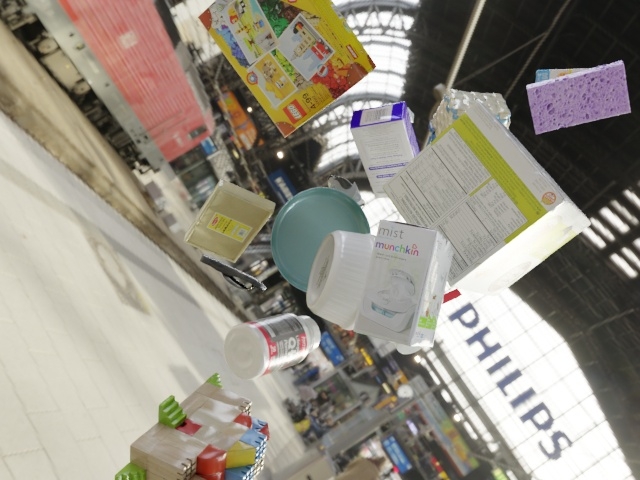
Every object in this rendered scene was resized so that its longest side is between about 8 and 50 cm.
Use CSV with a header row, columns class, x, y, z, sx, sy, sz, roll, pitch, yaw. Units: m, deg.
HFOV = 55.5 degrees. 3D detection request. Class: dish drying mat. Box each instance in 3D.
class,x,y,z,sx,sy,sz,roll,pitch,yaw
dish drying mat,0.320,0.149,1.556,0.032,0.083,0.008,46,26,-36

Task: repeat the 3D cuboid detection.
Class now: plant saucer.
class,x,y,z,sx,sy,sz,roll,pitch,yaw
plant saucer,0.000,0.000,1.823,0.318,0.317,0.043,60,-15,-13

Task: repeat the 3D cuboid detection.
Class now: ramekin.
class,x,y,z,sx,sy,sz,roll,pitch,yaw
ramekin,0.056,0.097,1.646,0.127,0.273,0.273,17,3,-14

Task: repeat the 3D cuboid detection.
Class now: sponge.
class,x,y,z,sx,sy,sz,roll,pitch,yaw
sponge,0.591,-0.326,1.396,0.031,0.209,0.117,-69,143,-56

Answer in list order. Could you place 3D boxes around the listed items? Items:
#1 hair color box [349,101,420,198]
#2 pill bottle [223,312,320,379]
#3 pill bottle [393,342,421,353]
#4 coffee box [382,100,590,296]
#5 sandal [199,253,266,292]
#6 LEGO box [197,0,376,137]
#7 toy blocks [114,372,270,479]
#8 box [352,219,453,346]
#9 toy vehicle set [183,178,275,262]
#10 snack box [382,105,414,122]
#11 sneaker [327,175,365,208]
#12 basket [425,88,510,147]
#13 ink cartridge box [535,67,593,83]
class,x,y,z,sx,sy,sz,roll,pitch,yaw
hair color box,0.241,-0.304,2.104,0.339,0.185,0.110,64,29,-42
pill bottle,-0.145,0.333,1.979,0.318,0.176,0.176,-6,57,-53
pill bottle,0.288,0.283,2.319,0.169,0.169,0.302,64,-1,-40
coffee box,0.433,-0.089,1.591,0.337,0.334,0.338,15,38,-55
sandal,-0.299,0.123,2.066,0.254,0.055,0.097,24,-4,13
LEGO box,-0.110,-0.678,2.089,0.500,0.372,0.193,53,30,-10
toy blocks,-0.248,0.485,1.428,0.260,0.381,0.191,16,-67,20
box,0.186,0.098,1.275,0.126,0.231,0.262,11,-5,21
toy vehicle set,-0.260,-0.049,1.713,0.165,0.267,0.035,25,45,-19
snack box,0.294,-0.477,2.305,0.141,0.100,0.037,-5,103,-73
sneaker,0.020,-0.136,1.926,0.086,0.228,0.132,127,-51,-66
basket,0.462,-0.316,1.900,0.201,0.254,0.289,-94,-170,-51
ink cartridge box,0.680,-0.408,1.653,0.061,0.181,0.105,9,85,-68
